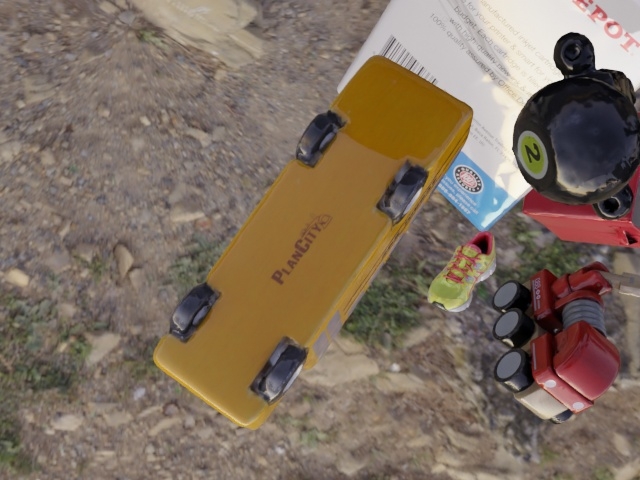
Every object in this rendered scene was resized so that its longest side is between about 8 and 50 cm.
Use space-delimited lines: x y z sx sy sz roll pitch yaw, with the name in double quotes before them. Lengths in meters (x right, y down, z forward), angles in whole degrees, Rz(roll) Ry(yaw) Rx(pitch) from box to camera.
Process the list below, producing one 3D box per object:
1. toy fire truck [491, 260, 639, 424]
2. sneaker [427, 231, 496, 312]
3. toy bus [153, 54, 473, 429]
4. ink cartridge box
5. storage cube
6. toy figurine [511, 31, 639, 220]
"toy fire truck" 0.385 0.121 1.194 0.158 0.217 0.246 38 126 -20
"sneaker" 0.263 0.051 1.591 0.081 0.208 0.094 23 134 23
"toy bus" 0.000 0.000 0.747 0.108 0.130 0.333 33 81 10
"ink cartridge box" 0.238 -0.242 1.051 0.285 0.395 0.166 45 52 6
"storage cube" 0.485 -0.100 1.472 0.183 0.193 0.215 23 78 -49
"toy figurine" 0.221 -0.068 0.399 0.213 0.148 0.209 39 116 13
